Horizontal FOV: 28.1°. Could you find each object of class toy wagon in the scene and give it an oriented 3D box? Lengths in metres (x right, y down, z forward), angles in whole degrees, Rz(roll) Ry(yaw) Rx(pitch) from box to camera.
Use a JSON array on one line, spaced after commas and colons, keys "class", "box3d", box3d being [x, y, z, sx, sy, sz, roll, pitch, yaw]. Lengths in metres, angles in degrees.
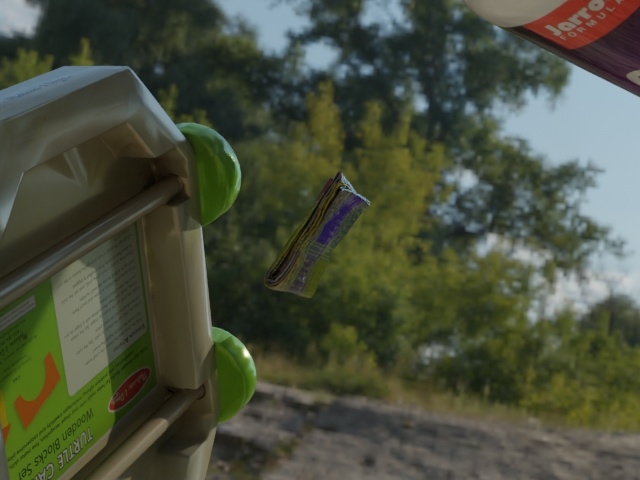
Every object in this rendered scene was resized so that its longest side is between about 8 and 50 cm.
[{"class": "toy wagon", "box3d": [-0.114, 0.097, 0.614, 0.068, 0.344, 0.267, 4, 20, 21]}]

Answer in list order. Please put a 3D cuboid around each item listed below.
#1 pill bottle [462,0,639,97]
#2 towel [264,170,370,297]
[{"class": "pill bottle", "box3d": [0.210, -0.192, 0.823, 0.323, 0.181, 0.181, 20, -13, -25]}, {"class": "towel", "box3d": [0.000, 0.000, 0.589, 0.009, 0.060, 0.083, 33, 0, 12]}]
